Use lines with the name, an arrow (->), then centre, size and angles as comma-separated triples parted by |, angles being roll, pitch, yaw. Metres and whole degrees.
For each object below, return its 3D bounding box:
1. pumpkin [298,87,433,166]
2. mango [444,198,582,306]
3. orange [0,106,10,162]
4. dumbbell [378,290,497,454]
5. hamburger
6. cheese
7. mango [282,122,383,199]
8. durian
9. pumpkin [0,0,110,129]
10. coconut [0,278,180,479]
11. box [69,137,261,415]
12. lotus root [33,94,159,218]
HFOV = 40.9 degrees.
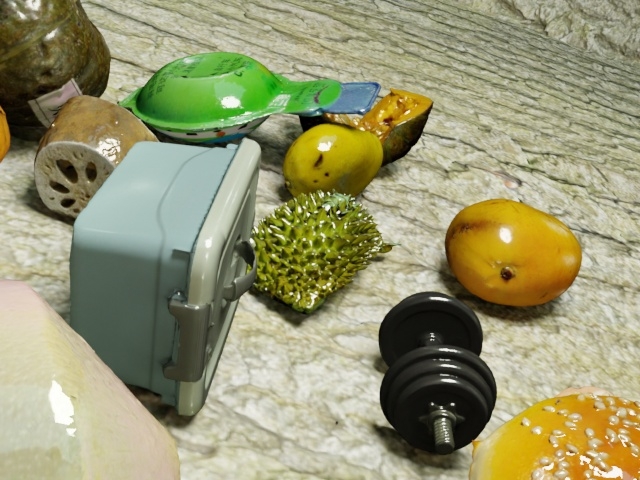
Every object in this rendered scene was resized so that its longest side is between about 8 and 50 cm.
pumpkin -> 0.053, -0.150, 1.151 | 0.183, 0.108, 0.119 | 4, 25, -11
mango -> 0.232, 0.009, 1.000 | 0.144, 0.112, 0.219 | 36, 27, 29
orange -> -0.351, -0.101, 0.773 | 0.135, 0.135, 0.118 | 19, 62, -6
dumbbell -> 0.099, 0.111, 0.748 | 0.099, 0.099, 0.208 | 18, 27, -7
hamburger -> 0.205, 0.209, 0.607 | 0.236, 0.147, 0.237 | 14, 31, -9
cheese -> -0.089, -0.174, 1.046 | 0.320, 0.083, 0.204 | 4, 31, 14
mango -> 0.022, -0.094, 1.036 | 0.076, 0.103, 0.161 | 29, 28, 30
durian -> 0.000, -0.010, 0.893 | 0.137, 0.096, 0.220 | 31, 24, 15
pumpkin -> -0.311, -0.245, 0.895 | 0.189, 0.260, 0.260 | -31, 48, -9
coconut -> -0.189, 0.132, 0.407 | 0.245, 0.233, 0.233 | -1, 36, -23
box -> -0.116, 0.017, 0.705 | 0.130, 0.162, 0.227 | 10, 29, 0
lotus root -> -0.215, -0.074, 0.829 | 0.122, 0.112, 0.081 | 23, 35, -1
